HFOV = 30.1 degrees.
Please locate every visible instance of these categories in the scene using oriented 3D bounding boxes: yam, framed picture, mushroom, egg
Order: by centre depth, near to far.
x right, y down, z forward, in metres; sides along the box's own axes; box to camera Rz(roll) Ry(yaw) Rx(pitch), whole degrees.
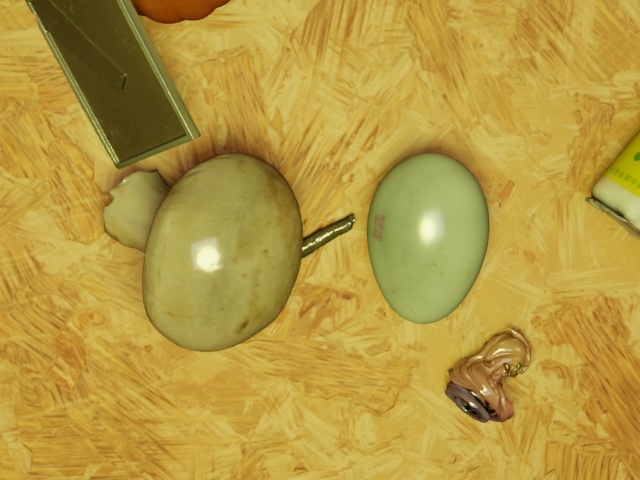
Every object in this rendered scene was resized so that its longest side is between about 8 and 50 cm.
[{"bbox_3d":[-0.302,-0.251,1.702,0.020,0.211,0.289,-37,105,-40],"label":"framed picture"},{"bbox_3d":[-0.178,0.010,1.724,0.290,0.297,0.297,15,99,20],"label":"mushroom"},{"bbox_3d":[0.160,-0.002,1.784,0.183,0.183,0.264,0,107,-5],"label":"egg"},{"bbox_3d":[0.000,0.000,1.846,0.129,0.027,0.033,-27,62,2],"label":"yam"}]

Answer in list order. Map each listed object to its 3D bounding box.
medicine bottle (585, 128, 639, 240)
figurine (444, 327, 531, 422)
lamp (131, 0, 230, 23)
[{"bbox_3d":[0.598,-0.145,1.783,0.213,0.213,0.378,38,94,-10],"label":"medicine bottle"},{"bbox_3d":[0.269,0.212,1.868,0.114,0.126,0.157,21,102,-52],"label":"figurine"},{"bbox_3d":[-0.202,-0.411,1.669,0.223,0.196,0.223,-6,66,13],"label":"lamp"}]
